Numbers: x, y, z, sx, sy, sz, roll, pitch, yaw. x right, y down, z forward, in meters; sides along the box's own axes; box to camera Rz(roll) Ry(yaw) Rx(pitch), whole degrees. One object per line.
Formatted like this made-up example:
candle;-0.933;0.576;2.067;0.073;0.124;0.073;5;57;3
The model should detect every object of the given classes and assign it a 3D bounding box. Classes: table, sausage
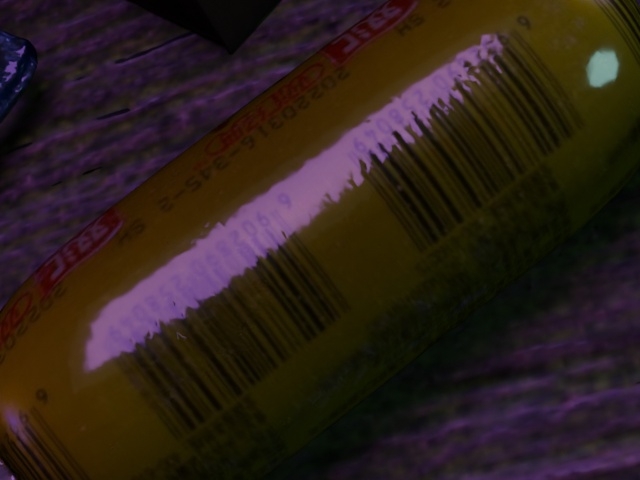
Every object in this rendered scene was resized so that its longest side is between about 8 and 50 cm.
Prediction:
table;-0.066;-0.153;0.915;0.082;0.083;0.070;27;71;38
sausage;0.000;0.000;0.754;0.347;0.123;0.123;-37;52;-8

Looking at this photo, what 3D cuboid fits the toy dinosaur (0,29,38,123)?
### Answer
toy dinosaur;-0.211;0.050;0.831;0.147;0.076;0.363;-8;52;12
